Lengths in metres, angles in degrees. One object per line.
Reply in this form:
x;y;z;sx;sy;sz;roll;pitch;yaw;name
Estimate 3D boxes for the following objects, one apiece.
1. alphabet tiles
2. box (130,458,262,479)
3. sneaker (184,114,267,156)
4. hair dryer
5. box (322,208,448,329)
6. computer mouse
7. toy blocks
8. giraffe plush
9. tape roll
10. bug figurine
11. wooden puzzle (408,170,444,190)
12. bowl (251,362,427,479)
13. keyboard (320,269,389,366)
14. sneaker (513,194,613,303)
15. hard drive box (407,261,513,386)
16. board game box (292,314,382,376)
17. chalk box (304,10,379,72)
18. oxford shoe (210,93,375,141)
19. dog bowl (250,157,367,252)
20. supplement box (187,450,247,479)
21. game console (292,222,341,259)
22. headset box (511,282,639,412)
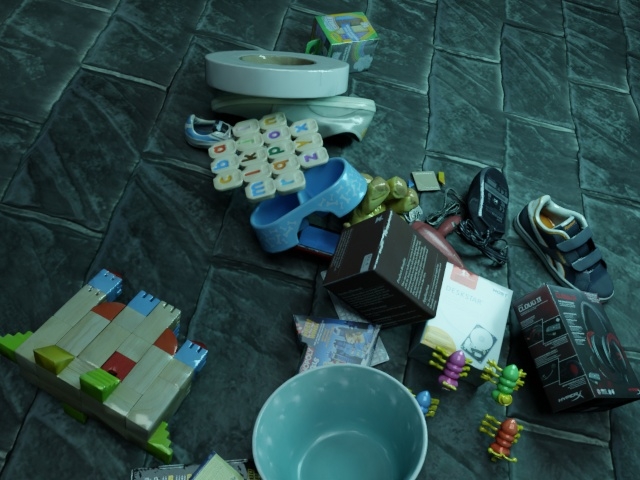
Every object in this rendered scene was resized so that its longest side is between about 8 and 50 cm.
-0.129;-0.208;1.374;0.278;0.021;0.284;-16;51;-2;alphabet tiles
-0.204;0.558;0.984;0.257;0.079;0.321;1;58;-14;box
-0.241;-0.269;1.487;0.238;0.086;0.085;13;55;-6;sneaker
0.316;-0.029;1.461;0.224;0.080;0.293;-1;59;-13;hair dryer
0.149;0.071;1.265;0.203;0.167;0.168;38;53;-24;box
0.433;-0.078;1.514;0.189;0.072;0.272;33;58;-22;computer mouse
-0.382;0.218;1.117;0.382;0.190;0.261;28;46;8;toy blocks
0.113;-0.096;1.421;0.181;0.210;0.170;31;16;-41;giraffe plush
-0.114;-0.452;1.518;0.393;0.071;0.392;4;24;-2;tape roll
0.313;0.343;1.188;0.279;0.072;0.216;17;94;0;bug figurine
0.296;-0.166;1.583;0.117;0.014;0.078;2;54;-11;wooden puzzle
0.040;0.399;1.051;0.312;0.163;0.311;-5;39;4;bowl
0.078;0.174;1.322;0.072;0.014;0.255;-13;62;-19;keyboard
0.653;0.020;1.479;0.126;0.127;0.321;-32;71;-29;sneaker
0.329;0.193;1.321;0.181;0.089;0.232;23;56;2;hard drive box
0.014;0.246;1.232;0.194;0.060;0.194;19;62;4;board game box
0.046;-0.598;1.727;0.213;0.132;0.132;-13;63;-21;chalk box
-0.071;-0.334;1.538;0.450;0.169;0.129;2;101;-9;oxford shoe
-0.037;-0.089;1.328;0.297;0.074;0.166;-32;34;8;dog bowl
-0.186;0.433;0.988;0.083;0.056;0.083;36;58;11;supplement box
0.000;0.000;1.375;0.144;0.124;0.085;16;83;-2;game console
0.580;0.234;1.294;0.218;0.110;0.293;12;53;-34;headset box
